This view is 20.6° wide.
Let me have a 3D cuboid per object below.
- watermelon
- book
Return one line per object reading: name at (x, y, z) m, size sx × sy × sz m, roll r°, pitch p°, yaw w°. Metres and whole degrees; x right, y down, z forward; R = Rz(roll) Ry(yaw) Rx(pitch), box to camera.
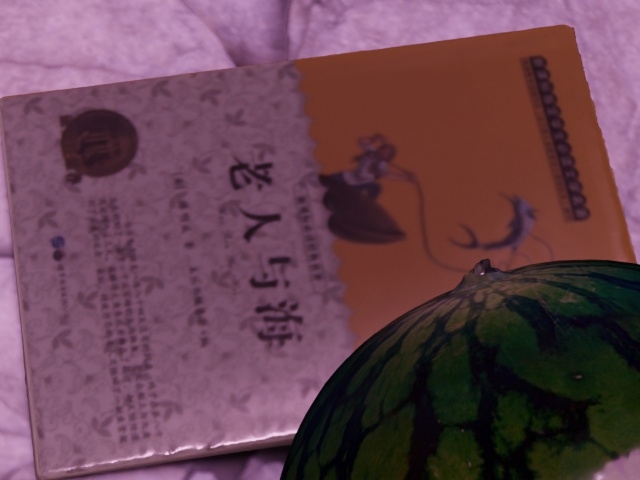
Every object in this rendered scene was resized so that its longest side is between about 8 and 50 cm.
watermelon at (0.144, 0.180, 0.904) m, size 0.363 × 0.363 × 0.363 m, roll 6°, pitch 61°, yaw -10°
book at (0.000, 0.000, 1.107) m, size 0.388 × 0.032 × 0.269 m, roll -9°, pitch 65°, yaw -6°
